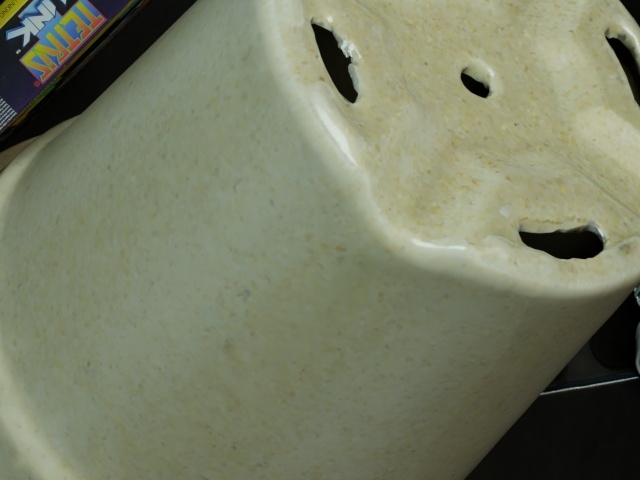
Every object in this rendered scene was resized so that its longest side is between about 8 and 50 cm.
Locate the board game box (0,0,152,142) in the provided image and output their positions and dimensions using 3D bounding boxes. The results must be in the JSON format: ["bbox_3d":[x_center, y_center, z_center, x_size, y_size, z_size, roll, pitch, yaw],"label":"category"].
[{"bbox_3d":[-0.129,-0.120,0.894,0.048,0.170,0.141,46,13,-6],"label":"board game box"}]

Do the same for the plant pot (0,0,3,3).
[{"bbox_3d":[-0.255,-0.173,0.846,0.212,0.236,0.236,45,44,-8],"label":"plant pot"}]

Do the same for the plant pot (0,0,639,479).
[{"bbox_3d":[0.000,0.000,0.834,0.334,0.305,0.334,18,50,-23],"label":"plant pot"}]

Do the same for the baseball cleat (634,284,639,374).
[{"bbox_3d":[0.232,0.026,1.141,0.109,0.072,0.206,-27,72,-36],"label":"baseball cleat"}]
